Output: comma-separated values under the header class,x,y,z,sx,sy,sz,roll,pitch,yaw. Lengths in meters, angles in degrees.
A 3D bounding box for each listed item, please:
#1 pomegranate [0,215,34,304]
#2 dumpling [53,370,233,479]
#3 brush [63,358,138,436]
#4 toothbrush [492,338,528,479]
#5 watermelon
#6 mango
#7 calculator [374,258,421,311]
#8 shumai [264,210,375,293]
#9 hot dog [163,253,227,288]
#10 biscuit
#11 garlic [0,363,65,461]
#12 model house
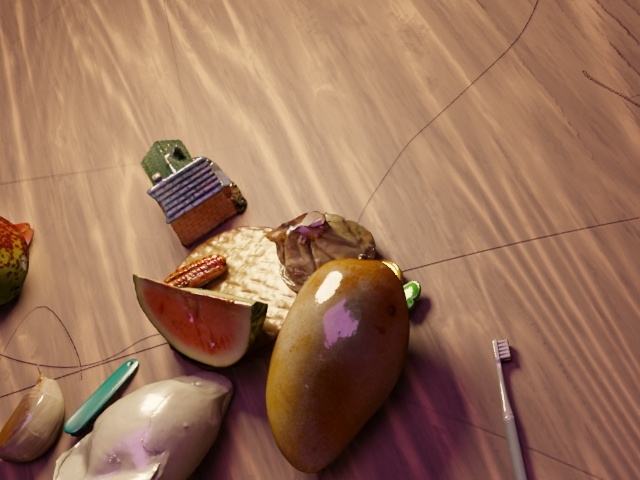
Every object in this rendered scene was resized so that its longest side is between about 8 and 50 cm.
class,x,y,z,sx,sy,sz,roll,pitch,yaw
pomegranate,-0.702,0.026,2.129,0.214,0.214,0.248,10,29,28
dumpling,-0.319,0.342,1.753,0.260,0.181,0.341,-4,49,31
brush,-0.418,0.305,1.916,0.043,0.032,0.193,21,56,37
toothbrush,0.314,0.311,1.609,0.030,0.025,0.342,-11,54,13
watermelon,-0.190,0.129,1.817,0.304,0.159,0.128,11,35,38
mango,0.027,0.207,1.685,0.222,0.199,0.383,15,75,9
calculator,0.075,0.099,1.845,0.235,0.032,0.146,5,60,27
shumai,0.000,0.000,1.834,0.201,0.120,0.201,-5,47,5
hot dog,-0.247,0.067,1.943,0.144,0.038,0.062,-27,49,7
biscuit,-0.167,0.107,1.926,0.318,0.040,0.317,-13,53,18
garlic,-0.557,0.334,1.919,0.129,0.090,0.198,3,63,38
model house,-0.281,-0.123,2.052,0.166,0.172,0.183,-35,51,-1
